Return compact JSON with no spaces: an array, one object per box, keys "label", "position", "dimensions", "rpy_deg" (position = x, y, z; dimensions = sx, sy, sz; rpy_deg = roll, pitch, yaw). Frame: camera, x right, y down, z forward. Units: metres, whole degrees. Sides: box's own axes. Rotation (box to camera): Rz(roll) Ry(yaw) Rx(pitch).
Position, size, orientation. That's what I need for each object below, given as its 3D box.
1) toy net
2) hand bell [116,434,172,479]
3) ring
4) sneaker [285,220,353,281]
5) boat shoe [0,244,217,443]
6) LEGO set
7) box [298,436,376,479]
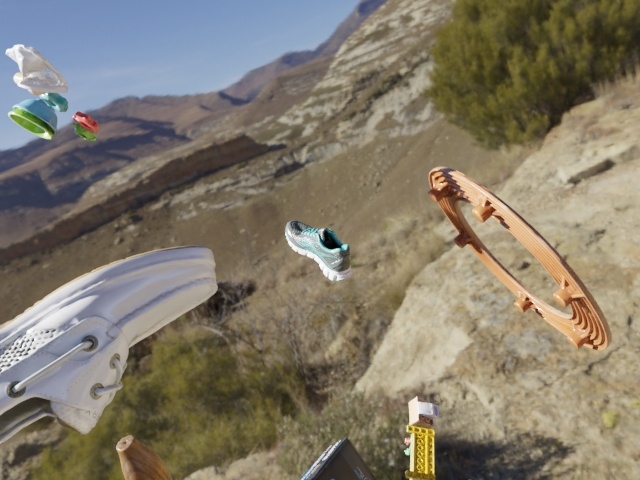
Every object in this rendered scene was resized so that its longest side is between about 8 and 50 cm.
[{"label":"toy net","position":[-0.370,-0.185,0.833],"dimensions":[0.045,0.122,0.232],"rpy_deg":[-64,12,-16]},{"label":"hand bell","position":[-0.153,0.299,0.656],"dimensions":[0.126,0.242,0.126],"rpy_deg":[-18,25,9]},{"label":"ring","position":[0.263,0.031,0.858],"dimensions":[0.032,0.336,0.336],"rpy_deg":[-41,15,-1]},{"label":"sneaker","position":[0.000,0.000,1.120],"dimensions":[0.065,0.076,0.166],"rpy_deg":[-31,53,-34]},{"label":"boat shoe","position":[-0.186,0.097,0.444],"dimensions":[0.277,0.096,0.098],"rpy_deg":[-28,-18,-22]},{"label":"LEGO set","position":[0.191,0.406,0.996],"dimensions":[0.132,0.107,0.287],"rpy_deg":[-15,46,-24]},{"label":"box","position":[0.049,0.412,0.848],"dimensions":[0.051,0.220,0.175],"rpy_deg":[-37,-8,26]}]
